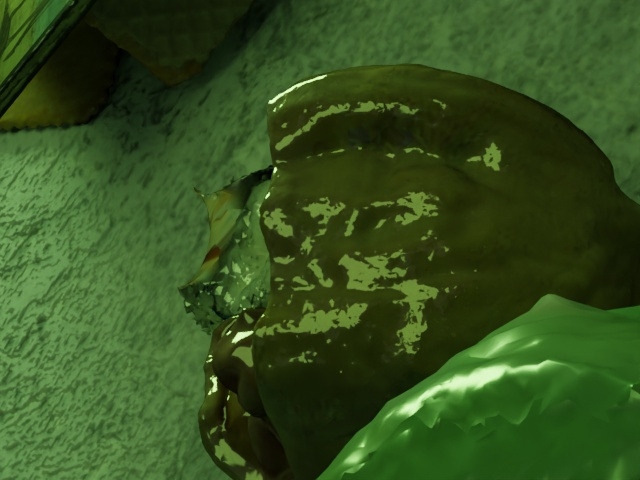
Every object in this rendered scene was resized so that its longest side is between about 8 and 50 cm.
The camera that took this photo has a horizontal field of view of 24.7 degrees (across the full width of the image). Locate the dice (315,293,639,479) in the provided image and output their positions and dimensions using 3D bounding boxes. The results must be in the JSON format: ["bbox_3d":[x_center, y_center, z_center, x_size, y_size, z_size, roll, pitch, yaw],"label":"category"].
[{"bbox_3d":[0.140,0.227,0.416,0.322,0.318,0.330,34,98,41],"label":"dice"}]

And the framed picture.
[{"bbox_3d":[-0.110,-0.244,0.951,0.347,0.016,0.265,-47,23,14],"label":"framed picture"}]

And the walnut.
[{"bbox_3d":[0.044,0.048,0.673,0.204,0.141,0.238,20,124,6],"label":"walnut"}]

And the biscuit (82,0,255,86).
[{"bbox_3d":[-0.007,-0.266,0.925,0.379,0.094,0.054,-50,23,7],"label":"biscuit"}]

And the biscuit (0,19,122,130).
[{"bbox_3d":[-0.220,-0.187,1.109,0.236,0.013,0.232,0,70,37],"label":"biscuit"}]

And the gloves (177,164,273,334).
[{"bbox_3d":[0.002,0.003,0.810,0.153,0.070,0.114,-9,56,27],"label":"gloves"}]
